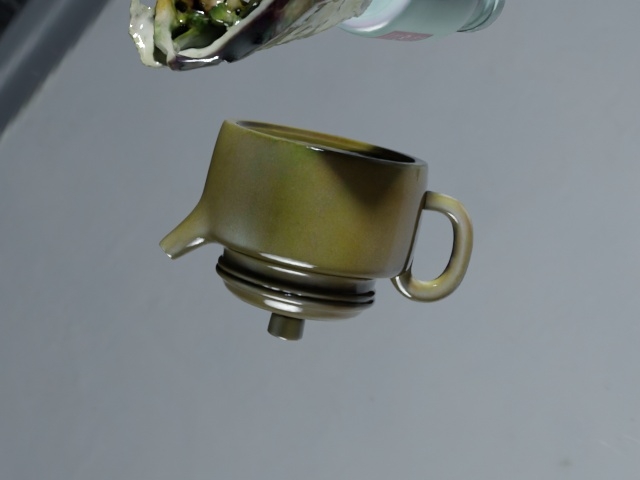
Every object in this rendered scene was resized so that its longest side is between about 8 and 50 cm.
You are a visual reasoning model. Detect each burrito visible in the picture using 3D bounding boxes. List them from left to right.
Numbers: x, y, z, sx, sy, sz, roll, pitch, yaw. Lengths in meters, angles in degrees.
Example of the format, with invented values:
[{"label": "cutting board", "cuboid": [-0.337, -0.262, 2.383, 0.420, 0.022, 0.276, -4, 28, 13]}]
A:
[{"label": "burrito", "cuboid": [0.051, -0.194, 0.755, 0.107, 0.348, 0.175, 44, 128, 17]}]

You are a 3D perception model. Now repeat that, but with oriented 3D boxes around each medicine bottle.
[{"label": "medicine bottle", "cuboid": [0.078, -0.200, 1.101, 0.090, 0.216, 0.090, 3, 96, 27]}]

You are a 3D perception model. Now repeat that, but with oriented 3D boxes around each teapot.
[{"label": "teapot", "cuboid": [0.000, 0.000, 1.197, 0.267, 0.185, 0.175, 10, 101, -12]}]
